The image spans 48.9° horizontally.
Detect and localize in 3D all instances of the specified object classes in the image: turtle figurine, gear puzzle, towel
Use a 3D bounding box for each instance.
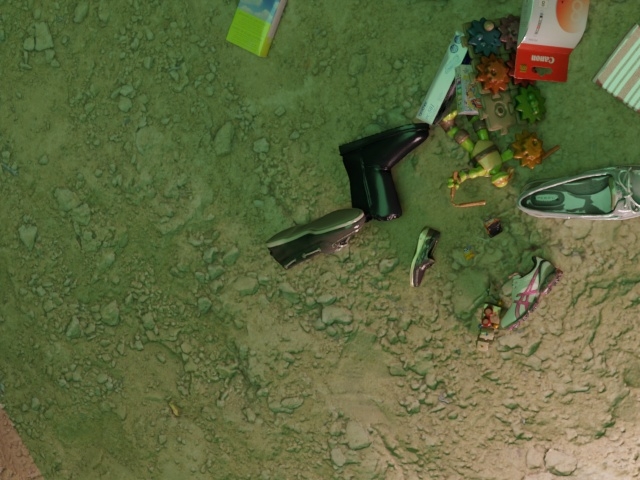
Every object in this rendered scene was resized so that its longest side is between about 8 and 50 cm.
[{"bbox_3d":[0.378,-0.208,1.585,0.270,0.087,0.217,-29,84,2],"label":"turtle figurine"},{"bbox_3d":[0.411,-0.317,1.503,0.044,0.176,0.338,-13,91,66],"label":"gear puzzle"},{"bbox_3d":[0.688,-0.339,1.463,0.197,0.029,0.144,40,112,14],"label":"towel"}]

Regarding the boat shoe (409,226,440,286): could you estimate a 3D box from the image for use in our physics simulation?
[{"bbox_3d":[0.252,0.044,1.698,0.049,0.056,0.152,17,106,25],"label":"boat shoe"}]

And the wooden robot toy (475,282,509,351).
[{"bbox_3d":[0.417,0.186,1.650,0.079,0.076,0.173,11,104,10],"label":"wooden robot toy"}]

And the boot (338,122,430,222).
[{"bbox_3d":[0.168,-0.155,1.673,0.247,0.094,0.207,-14,90,31],"label":"boot"}]

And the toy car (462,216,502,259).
[{"bbox_3d":[0.369,-0.013,1.641,0.122,0.060,0.040,-41,51,17],"label":"toy car"}]

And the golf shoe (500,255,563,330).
[{"bbox_3d":[0.467,0.123,1.611,0.086,0.067,0.186,39,94,19],"label":"golf shoe"}]

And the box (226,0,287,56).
[{"bbox_3d":[-0.157,-0.566,1.766,0.109,0.042,0.178,29,109,15],"label":"box"}]

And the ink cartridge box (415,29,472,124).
[{"bbox_3d":[0.289,-0.363,1.586,0.046,0.097,0.207,30,109,16],"label":"ink cartridge box"}]

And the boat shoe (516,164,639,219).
[{"bbox_3d":[0.587,-0.097,1.505,0.321,0.103,0.118,-1,99,23],"label":"boat shoe"}]

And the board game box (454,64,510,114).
[{"bbox_3d":[0.368,-0.327,1.535,0.154,0.026,0.103,-3,88,-21],"label":"board game box"}]

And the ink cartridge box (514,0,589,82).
[{"bbox_3d":[0.484,-0.428,1.475,0.146,0.045,0.179,-1,100,-22],"label":"ink cartridge box"}]

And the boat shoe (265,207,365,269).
[{"bbox_3d":[0.000,0.000,1.743,0.335,0.112,0.095,-15,111,45],"label":"boat shoe"}]
